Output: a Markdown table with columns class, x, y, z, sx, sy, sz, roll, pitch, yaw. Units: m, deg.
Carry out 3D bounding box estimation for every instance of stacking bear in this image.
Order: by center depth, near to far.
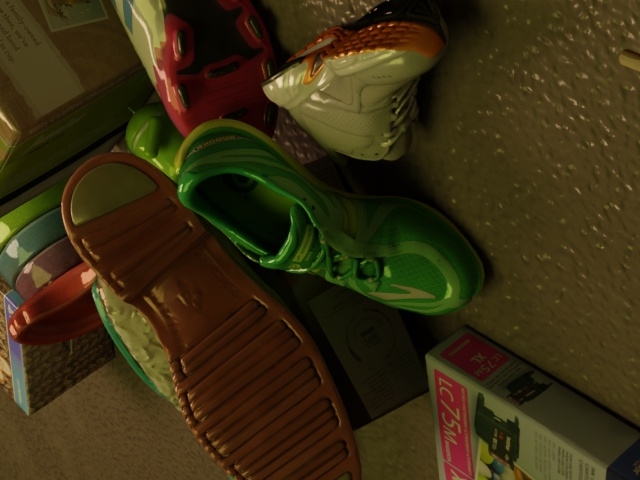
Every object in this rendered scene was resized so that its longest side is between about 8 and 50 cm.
| class | x | y | z | sx | sy | sz | roll | pitch | yaw |
| --- | --- | --- | --- | --- | --- | --- | --- | --- | --- |
| stacking bear | -0.330 | -0.040 | 2.178 | 0.289 | 0.175 | 0.164 | 58 | -174 | 16 |

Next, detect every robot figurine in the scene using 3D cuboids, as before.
| class | x | y | z | sx | sy | sz | roll | pitch | yaw |
| --- | --- | --- | --- | --- | --- | --- | --- | --- | --- |
| robot figurine | -0.152 | -0.096 | 1.932 | 0.115 | 0.067 | 0.101 | 44 | 180 | 17 |

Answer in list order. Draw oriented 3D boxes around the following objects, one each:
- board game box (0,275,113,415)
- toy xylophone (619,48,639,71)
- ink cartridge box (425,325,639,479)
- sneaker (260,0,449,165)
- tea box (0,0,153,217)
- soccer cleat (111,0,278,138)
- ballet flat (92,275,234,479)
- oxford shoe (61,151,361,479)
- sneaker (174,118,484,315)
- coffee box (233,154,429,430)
| class | x | y | z | sx | sy | sz | roll | pitch | yaw |
| --- | --- | --- | --- | --- | --- | --- | --- | --- | --- |
| board game box | -0.410 | 0.033 | 2.384 | 0.291 | 0.141 | 0.232 | 40 | 149 | 26 |
| toy xylophone | 0.276 | -0.186 | 1.167 | 0.323 | 0.081 | 0.236 | 35 | 146 | 33 |
| ink cartridge box | 0.228 | 0.222 | 1.704 | 0.311 | 0.065 | 0.186 | 29 | 143 | 36 |
| sneaker | 0.053 | -0.127 | 1.576 | 0.121 | 0.099 | 0.262 | 52 | 160 | -11 |
| tea box | -0.351 | -0.227 | 1.934 | 0.329 | 0.220 | 0.323 | 53 | 151 | 5 |
| soccer cleat | -0.136 | -0.227 | 1.746 | 0.331 | 0.116 | 0.143 | 67 | 166 | -17 |
| ballet flat | -0.090 | 0.134 | 1.964 | 0.147 | 0.147 | 0.409 | 26 | 158 | 42 |
| oxford shoe | -0.086 | 0.082 | 1.764 | 0.397 | 0.140 | 0.146 | 58 | -174 | -1 |
| sneaker | 0.000 | 0.000 | 1.663 | 0.295 | 0.123 | 0.109 | 24 | 121 | -1 |
| coffee box | -0.010 | 0.058 | 1.815 | 0.141 | 0.098 | 0.246 | -19 | 96 | 61 |
